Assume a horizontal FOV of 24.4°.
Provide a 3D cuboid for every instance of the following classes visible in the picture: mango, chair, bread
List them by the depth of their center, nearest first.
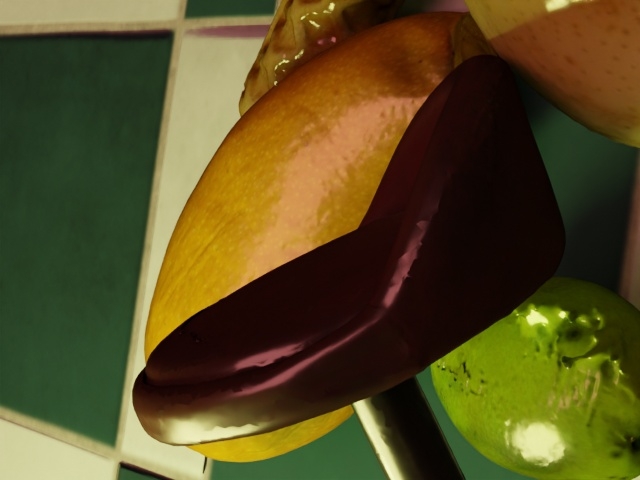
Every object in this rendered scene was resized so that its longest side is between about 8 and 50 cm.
[{"bbox_3d":[0.064,0.135,0.704,0.226,0.226,0.401,-15,103,46],"label":"chair"},{"bbox_3d":[0.132,0.077,0.855,0.178,0.100,0.119,13,103,53],"label":"mango"},{"bbox_3d":[0.039,-0.205,0.993,0.367,0.077,0.084,-58,25,34],"label":"bread"},{"bbox_3d":[-0.002,-0.004,0.993,0.187,0.144,0.359,38,106,28],"label":"mango"}]

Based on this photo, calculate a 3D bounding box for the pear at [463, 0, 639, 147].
[{"bbox_3d":[0.191,-0.196,0.674,0.309,0.309,0.309,-10,76,47],"label":"pear"}]
